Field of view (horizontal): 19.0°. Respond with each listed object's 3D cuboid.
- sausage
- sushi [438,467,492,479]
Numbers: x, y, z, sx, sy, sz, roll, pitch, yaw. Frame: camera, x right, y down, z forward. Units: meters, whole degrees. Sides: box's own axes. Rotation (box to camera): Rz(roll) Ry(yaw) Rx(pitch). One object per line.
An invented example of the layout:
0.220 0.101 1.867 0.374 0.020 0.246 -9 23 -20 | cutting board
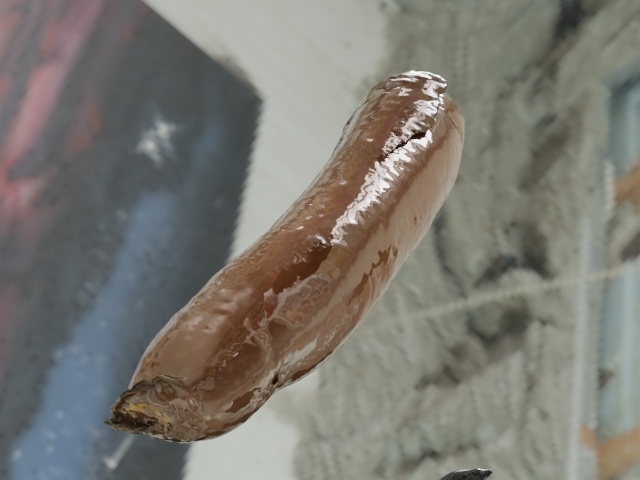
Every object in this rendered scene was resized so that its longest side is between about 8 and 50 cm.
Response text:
0.000 0.001 0.540 0.047 0.040 0.177 13 -146 19 | sausage
0.049 0.123 0.638 0.056 0.083 0.084 -16 -112 24 | sushi
